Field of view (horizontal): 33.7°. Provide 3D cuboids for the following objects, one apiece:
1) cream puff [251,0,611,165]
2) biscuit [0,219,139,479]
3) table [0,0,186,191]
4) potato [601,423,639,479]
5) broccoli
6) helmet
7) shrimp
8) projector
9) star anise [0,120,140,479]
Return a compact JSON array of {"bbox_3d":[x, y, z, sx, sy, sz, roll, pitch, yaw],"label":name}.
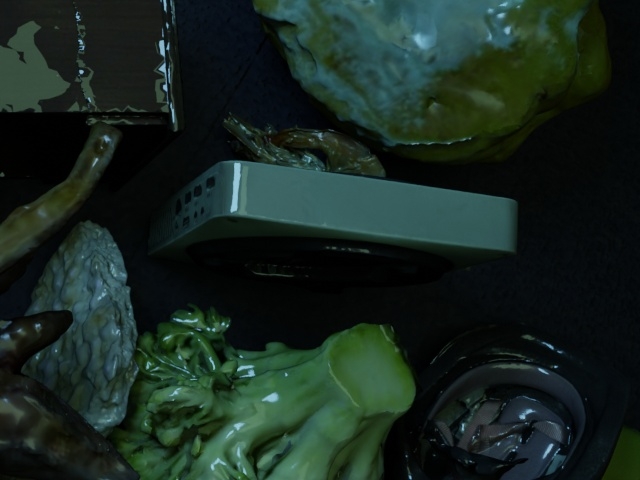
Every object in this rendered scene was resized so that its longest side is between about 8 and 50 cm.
[{"bbox_3d":[0.125,-0.258,1.019,0.378,0.275,0.378,0,108,1],"label":"cream puff"},{"bbox_3d":[-0.207,0.107,0.867,0.040,0.188,0.265,24,68,-40],"label":"biscuit"},{"bbox_3d":[-0.280,-0.152,0.835,0.282,0.250,0.196,-2,84,-23],"label":"table"},{"bbox_3d":[0.315,0.260,1.123,0.198,0.054,0.119,23,71,-22],"label":"potato"},{"bbox_3d":[-0.025,0.177,0.881,0.288,0.245,0.248,17,45,-36],"label":"broccoli"},{"bbox_3d":[0.172,0.205,1.016,0.253,0.198,0.154,-25,133,-47],"label":"helmet"},{"bbox_3d":[-0.015,-0.076,1.020,0.180,0.099,0.041,30,45,-4],"label":"shrimp"},{"bbox_3d":[0.000,0.000,0.920,0.259,0.257,0.079,7,79,-20],"label":"projector"},{"bbox_3d":[-0.259,0.071,0.669,0.349,0.109,0.292,-19,99,-22],"label":"star anise"}]
